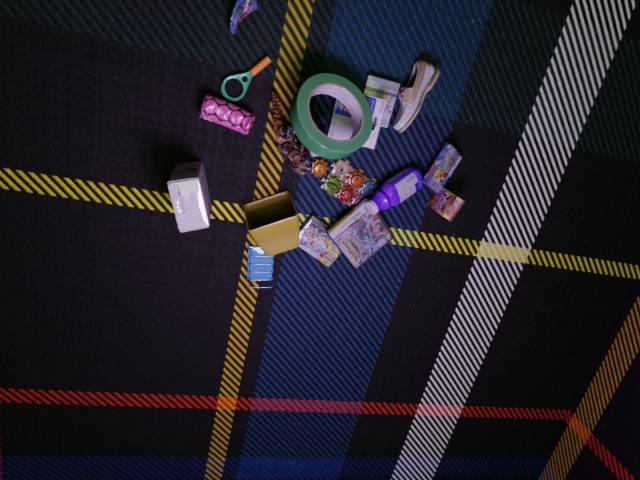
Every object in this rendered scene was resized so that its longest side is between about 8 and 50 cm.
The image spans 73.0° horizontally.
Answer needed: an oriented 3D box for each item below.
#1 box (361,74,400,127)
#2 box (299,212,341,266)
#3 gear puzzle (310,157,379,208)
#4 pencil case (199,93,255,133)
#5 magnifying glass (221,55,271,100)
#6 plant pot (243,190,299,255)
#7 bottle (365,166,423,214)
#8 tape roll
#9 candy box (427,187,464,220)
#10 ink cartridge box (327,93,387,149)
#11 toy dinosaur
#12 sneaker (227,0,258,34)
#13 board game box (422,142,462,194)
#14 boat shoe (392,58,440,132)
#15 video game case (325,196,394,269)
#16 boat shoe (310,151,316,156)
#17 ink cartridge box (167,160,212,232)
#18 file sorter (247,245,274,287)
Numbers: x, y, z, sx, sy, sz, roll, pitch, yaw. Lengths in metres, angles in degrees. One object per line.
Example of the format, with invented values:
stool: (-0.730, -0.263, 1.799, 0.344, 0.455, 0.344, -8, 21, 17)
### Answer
box: (0.238, -0.584, 1.819, 0.145, 0.038, 0.186, 10, 111, -15)
box: (0.000, 0.000, 2.016, 0.233, 0.044, 0.159, 36, 101, -23)
gear puzzle: (0.102, -0.264, 1.924, 0.339, 0.044, 0.175, 30, 104, -22)
pencil case: (-0.367, -0.491, 1.703, 0.209, 0.095, 0.098, 18, 73, -16)
magnifying glass: (-0.289, -0.638, 1.692, 0.231, 0.026, 0.092, -38, 115, 5)
plant pot: (-0.197, -0.059, 1.871, 0.212, 0.212, 0.187, -18, 128, -4)
bottle: (0.327, -0.216, 1.926, 0.283, 0.092, 0.118, -35, 122, -16)
tape roll: (0.044, -0.474, 1.650, 0.321, 0.077, 0.321, 5, 77, -24)
candy box: (0.572, -0.173, 1.984, 0.053, 0.187, 0.109, 27, 105, -22)
ink cartridge box: (0.152, -0.503, 1.792, 0.208, 0.045, 0.206, 17, 109, 8)
toy dinosaur: (-0.112, -0.428, 1.749, 0.218, 0.164, 0.322, -18, 127, 35)
sneaker: (-0.271, -0.855, 1.575, 0.087, 0.083, 0.221, 22, 110, -28)
board game box: (0.553, -0.322, 1.955, 0.136, 0.035, 0.201, 24, 100, -49)
boat shoe: (0.375, -0.604, 1.807, 0.103, 0.113, 0.302, 27, 95, -20)
video game case: (0.190, -0.027, 2.008, 0.248, 0.035, 0.275, -41, 125, -2)
boat shoe: (0.044, -0.389, 1.851, 0.184, 0.066, 0.063, -9, 128, -11)
ink cartridge box: (-0.507, -0.180, 1.702, 0.117, 0.278, 0.201, -10, 115, -7)
file sorter: (-0.272, 0.123, 1.979, 0.118, 0.104, 0.170, 1, 113, -12)
